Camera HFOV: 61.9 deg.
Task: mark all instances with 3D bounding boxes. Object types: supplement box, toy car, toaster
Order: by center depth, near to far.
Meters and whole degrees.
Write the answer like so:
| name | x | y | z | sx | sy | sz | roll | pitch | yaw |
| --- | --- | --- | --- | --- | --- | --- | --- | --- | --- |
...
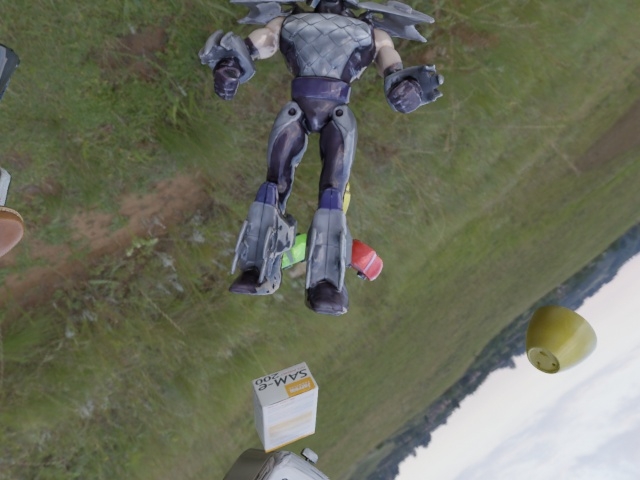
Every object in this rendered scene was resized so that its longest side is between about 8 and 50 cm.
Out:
| name | x | y | z | sx | sy | sz | roll | pitch | yaw |
| --- | --- | --- | --- | --- | --- | --- | --- | --- | --- |
| supplement box | -0.039 | 0.182 | 0.582 | 0.062 | 0.036 | 0.098 | -15 | 136 | -20 |
| toaster | -0.077 | 0.372 | 0.678 | 0.146 | 0.129 | 0.227 | -41 | -168 | 53 |
| toy car | 0.000 | 0.000 | 1.081 | 0.225 | 0.239 | 0.053 | -23 | 180 | -16 |

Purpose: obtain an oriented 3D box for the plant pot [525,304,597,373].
| name | x | y | z | sx | sy | sz | roll | pitch | yaw |
| --- | --- | --- | --- | --- | --- | --- | --- | --- | --- |
| plant pot | 0.468 | 0.211 | 1.073 | 0.095 | 0.134 | 0.134 | -37 | 165 | -34 |

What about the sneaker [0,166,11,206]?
| name | x | y | z | sx | sy | sz | roll | pitch | yaw |
| --- | --- | --- | --- | --- | --- | --- | --- | --- | --- |
| sneaker | -0.855 | -0.141 | 1.266 | 0.124 | 0.295 | 0.178 | -44 | 129 | 2 |

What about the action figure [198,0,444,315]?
| name | x | y | z | sx | sy | sz | roll | pitch | yaw |
| --- | --- | --- | --- | --- | --- | --- | --- | --- | --- |
| action figure | -0.002 | -0.093 | 0.419 | 0.099 | 0.185 | 0.284 | 0 | 97 | -76 |

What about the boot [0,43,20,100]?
| name | x | y | z | sx | sy | sz | roll | pitch | yaw |
| --- | --- | --- | --- | --- | --- | --- | --- | --- | --- |
| boot | -0.651 | -0.147 | 0.910 | 0.146 | 0.367 | 0.445 | 34 | 83 | -41 |

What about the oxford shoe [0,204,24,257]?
| name | x | y | z | sx | sy | sz | roll | pitch | yaw |
| --- | --- | --- | --- | --- | --- | --- | --- | --- | --- |
| oxford shoe | -0.385 | 0.026 | 0.541 | 0.212 | 0.076 | 0.076 | -44 | 139 | -52 |
